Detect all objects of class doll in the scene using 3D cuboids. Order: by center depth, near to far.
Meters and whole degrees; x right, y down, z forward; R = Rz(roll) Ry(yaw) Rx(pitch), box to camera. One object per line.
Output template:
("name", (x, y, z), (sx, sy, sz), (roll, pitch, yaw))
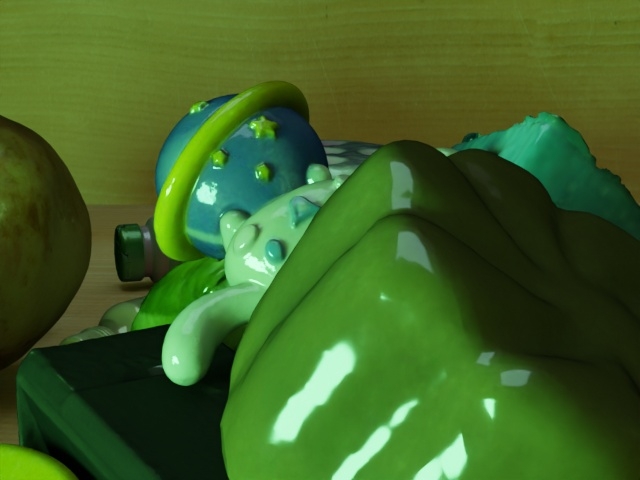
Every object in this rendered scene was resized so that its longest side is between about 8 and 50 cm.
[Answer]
("doll", (-0.060, 0.000, 1.017), (0.242, 0.160, 0.311), (36, 59, 11))

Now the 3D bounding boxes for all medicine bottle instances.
("medicine bottle", (-0.220, 0.127, 1.486), (0.114, 0.114, 0.252), (4, 9, 34))
("medicine bottle", (-0.244, 0.014, 2.211), (0.274, 0.134, 0.133), (-5, 9, -20))

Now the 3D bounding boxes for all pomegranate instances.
("pomegranate", (-0.490, 0.023, 1.456), (0.411, 0.412, 0.411), (-2, 8, 0))

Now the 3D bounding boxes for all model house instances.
("model house", (0.169, 0.070, 1.073), (0.237, 0.303, 0.215), (42, -18, -14))

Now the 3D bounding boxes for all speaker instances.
("speaker", (-0.107, 0.203, 0.940), (0.180, 0.184, 0.388), (-9, 22, -34))

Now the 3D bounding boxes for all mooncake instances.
("mooncake", (0.135, 0.104, 0.772), (0.378, 0.201, 0.378), (25, 26, -13))

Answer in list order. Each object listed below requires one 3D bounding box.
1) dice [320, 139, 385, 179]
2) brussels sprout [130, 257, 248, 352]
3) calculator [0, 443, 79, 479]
("dice", (0.000, 0.000, 1.721), (0.271, 0.270, 0.270), (-10, 18, -43))
("brussels sprout", (-0.070, 0.097, 1.200), (0.219, 0.210, 0.271), (3, -30, -34))
("calculator", (-0.259, 0.217, 0.892), (0.234, 0.032, 0.146), (4, 48, 46))
